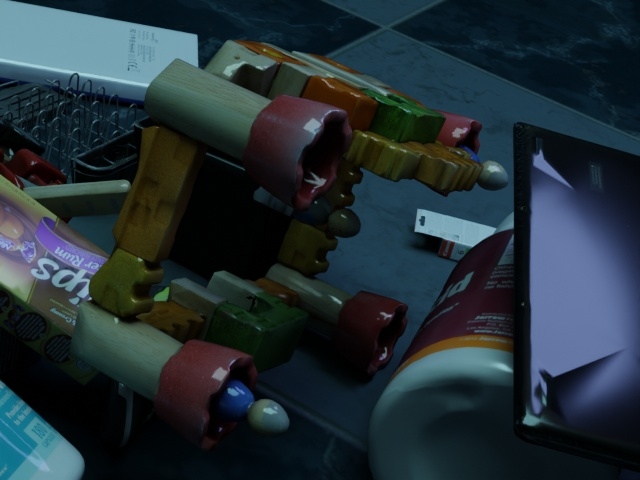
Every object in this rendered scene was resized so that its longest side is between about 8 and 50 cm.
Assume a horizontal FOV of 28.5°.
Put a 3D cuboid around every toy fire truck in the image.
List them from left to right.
[{"bbox_3d":[-0.302,-0.050,1.297,0.246,0.158,0.217,39,0,22],"label":"toy fire truck"}]

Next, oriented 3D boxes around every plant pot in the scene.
[{"bbox_3d":[-0.091,-0.056,1.442,0.188,0.167,0.187,22,31,23],"label":"plant pot"}]

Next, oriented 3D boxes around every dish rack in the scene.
[{"bbox_3d":[-0.320,-0.145,1.583,0.271,0.074,0.208,28,32,20],"label":"dish rack"}]

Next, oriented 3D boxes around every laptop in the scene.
[{"bbox_3d":[0.329,0.143,1.160,0.407,0.236,0.382,16,42,-6],"label":"laptop"}]

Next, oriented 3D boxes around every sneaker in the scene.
[{"bbox_3d":[-0.148,0.117,1.230,0.097,0.084,0.235,16,31,-3],"label":"sneaker"}]

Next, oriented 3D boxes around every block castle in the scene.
[{"bbox_3d":[0.000,0.000,1.165,0.212,0.303,0.453,26,13,20],"label":"block castle"}]

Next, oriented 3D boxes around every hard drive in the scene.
[{"bbox_3d":[-0.335,-0.267,1.802,0.318,0.040,0.210,9,32,-12],"label":"hard drive"}]

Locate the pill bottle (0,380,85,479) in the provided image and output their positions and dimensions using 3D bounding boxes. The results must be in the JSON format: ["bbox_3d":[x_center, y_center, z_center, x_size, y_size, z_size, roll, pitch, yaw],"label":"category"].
[{"bbox_3d":[-0.321,0.139,0.969,0.264,0.146,0.146,44,32,-6],"label":"pill bottle"}]

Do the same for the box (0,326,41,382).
[{"bbox_3d":[-0.374,0.079,1.167,0.153,0.108,0.207,25,33,17],"label":"box"}]

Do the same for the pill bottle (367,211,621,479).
[{"bbox_3d":[0.208,0.118,1.249,0.224,0.224,0.392,22,32,11],"label":"pill bottle"}]

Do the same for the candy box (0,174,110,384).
[{"bbox_3d":[-0.257,0.033,1.145,0.186,0.053,0.109,38,39,-13],"label":"candy box"}]

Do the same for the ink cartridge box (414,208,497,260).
[{"bbox_3d":[0.174,-0.002,1.614,0.115,0.029,0.063,14,32,0],"label":"ink cartridge box"}]
